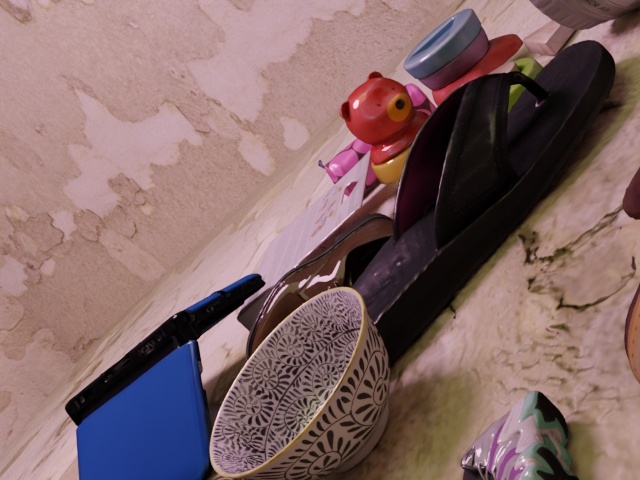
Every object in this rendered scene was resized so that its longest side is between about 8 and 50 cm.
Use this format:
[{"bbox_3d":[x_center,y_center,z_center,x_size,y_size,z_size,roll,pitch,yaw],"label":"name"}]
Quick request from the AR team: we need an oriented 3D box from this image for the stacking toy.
[{"bbox_3d":[0.184,-0.244,1.045,0.279,0.130,0.309,-19,29,53],"label":"stacking toy"}]

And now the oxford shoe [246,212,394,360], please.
[{"bbox_3d":[0.007,0.060,0.814,0.227,0.083,0.096,-47,16,-1],"label":"oxford shoe"}]

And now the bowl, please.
[{"bbox_3d":[0.000,0.126,0.582,0.170,0.080,0.170,-43,18,18],"label":"bowl"}]

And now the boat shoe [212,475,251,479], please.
[{"bbox_3d":[-0.082,0.227,0.499,0.112,0.095,0.335,-45,11,2],"label":"boat shoe"}]

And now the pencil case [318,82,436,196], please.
[{"bbox_3d":[0.100,-0.165,1.266,0.209,0.095,0.098,-43,-5,4],"label":"pencil case"}]

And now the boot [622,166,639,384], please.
[{"bbox_3d":[0.217,-0.019,0.402,0.248,0.090,0.207,-48,-1,-6],"label":"boot"}]

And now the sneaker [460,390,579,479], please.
[{"bbox_3d":[0.095,0.125,0.386,0.069,0.038,0.098,-42,2,23],"label":"sneaker"}]

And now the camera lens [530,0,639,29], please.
[{"bbox_3d":[0.345,-0.381,0.794,0.274,0.219,0.219,-31,18,51],"label":"camera lens"}]

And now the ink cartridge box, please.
[{"bbox_3d":[0.000,0.000,1.105,0.239,0.060,0.275,-41,12,19],"label":"ink cartridge box"}]

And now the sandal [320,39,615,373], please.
[{"bbox_3d":[0.126,-0.055,0.719,0.445,0.107,0.167,-49,12,-14],"label":"sandal"}]

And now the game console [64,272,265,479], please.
[{"bbox_3d":[-0.185,0.207,0.964,0.293,0.173,0.250,-37,-4,36],"label":"game console"}]
